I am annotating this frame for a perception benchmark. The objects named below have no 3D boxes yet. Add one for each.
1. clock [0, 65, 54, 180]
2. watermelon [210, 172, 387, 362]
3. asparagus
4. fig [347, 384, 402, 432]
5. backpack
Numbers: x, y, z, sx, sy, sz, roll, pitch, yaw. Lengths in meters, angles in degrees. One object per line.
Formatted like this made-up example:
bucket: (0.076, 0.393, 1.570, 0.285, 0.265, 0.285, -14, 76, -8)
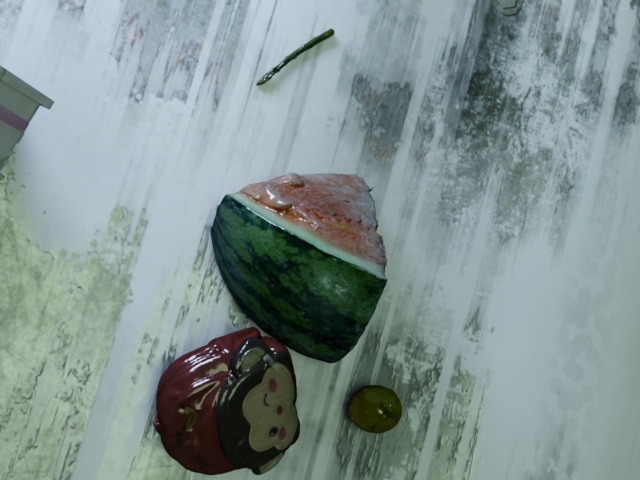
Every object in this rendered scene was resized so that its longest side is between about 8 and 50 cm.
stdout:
clock: (-0.491, -0.089, 1.103, 0.166, 0.235, 0.310, 34, 85, -34)
watermelon: (-0.027, 0.034, 1.360, 0.283, 0.292, 0.250, 38, 115, 7)
asparagus: (-0.040, -0.293, 1.413, 0.163, 0.016, 0.016, -40, 122, -21)
fig: (0.095, 0.269, 1.406, 0.082, 0.098, 0.084, -49, 118, -19)
backpack: (-0.138, 0.238, 1.291, 0.229, 0.139, 0.229, -10, 110, -29)
